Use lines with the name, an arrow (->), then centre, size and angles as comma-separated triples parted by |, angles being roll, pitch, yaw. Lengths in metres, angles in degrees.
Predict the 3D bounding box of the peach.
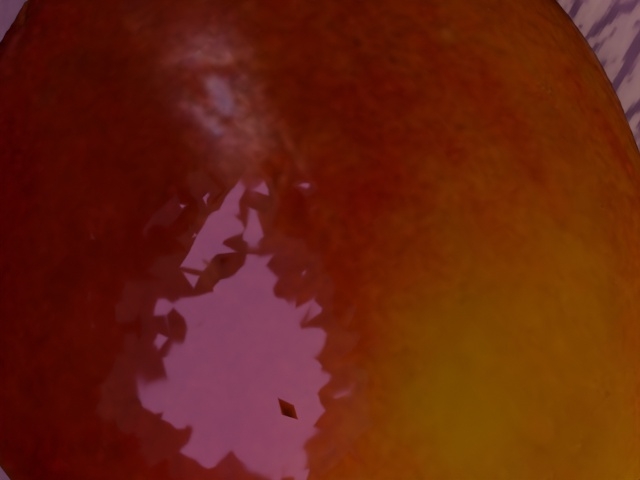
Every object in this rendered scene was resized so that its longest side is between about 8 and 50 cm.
peach -> 0.000, 0.000, 0.671 | 0.306, 0.242, 0.380 | -38, 86, -1
